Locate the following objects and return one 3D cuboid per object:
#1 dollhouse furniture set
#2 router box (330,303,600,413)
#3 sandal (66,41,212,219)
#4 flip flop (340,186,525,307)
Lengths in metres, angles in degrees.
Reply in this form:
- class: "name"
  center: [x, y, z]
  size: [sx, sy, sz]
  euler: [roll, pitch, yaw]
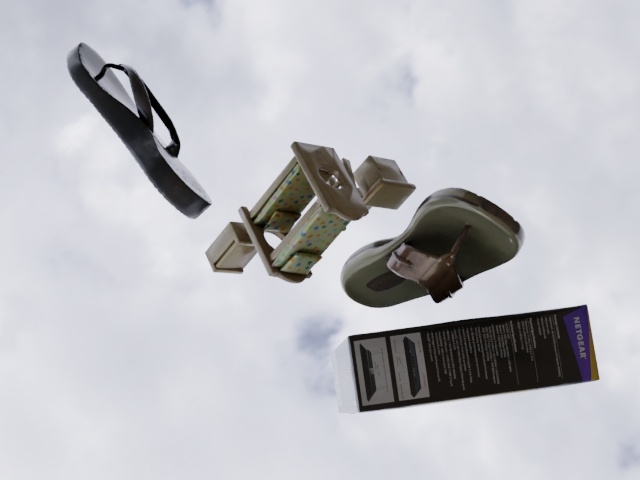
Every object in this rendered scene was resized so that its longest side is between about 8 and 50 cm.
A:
- class: "dollhouse furniture set"
  center: [0.000, 0.000, 1.157]
  size: [0.161, 0.182, 0.101]
  euler: [5, -133, -43]
- class: "router box"
  center: [0.142, 0.138, 1.182]
  size: [0.243, 0.309, 0.081]
  euler: [-8, -99, -3]
- class: "sandal"
  center: [-0.175, -0.119, 1.082]
  size: [0.254, 0.054, 0.097]
  euler: [49, -174, 30]
- class: "flip flop"
  center: [0.107, 0.029, 1.117]
  size: [0.112, 0.277, 0.080]
  euler: [35, -125, -18]
